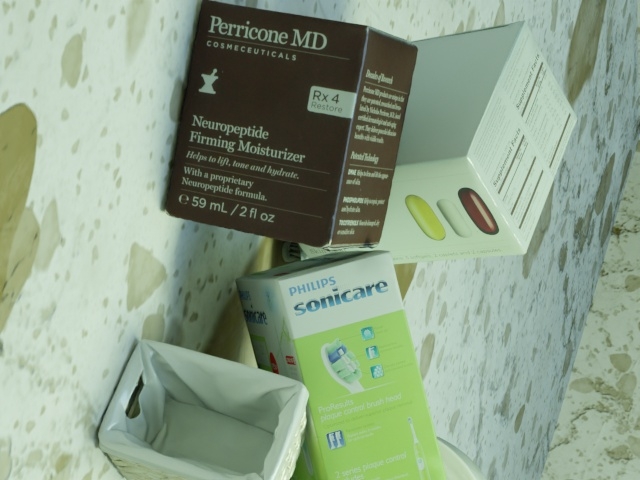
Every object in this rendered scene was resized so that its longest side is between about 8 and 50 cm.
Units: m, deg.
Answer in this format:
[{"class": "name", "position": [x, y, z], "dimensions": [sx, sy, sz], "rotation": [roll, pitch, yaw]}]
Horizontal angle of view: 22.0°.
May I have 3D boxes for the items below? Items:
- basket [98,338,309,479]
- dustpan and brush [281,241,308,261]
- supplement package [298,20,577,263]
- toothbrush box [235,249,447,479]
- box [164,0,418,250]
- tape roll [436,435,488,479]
[{"class": "basket", "position": [-0.102, 0.177, 1.499], "dimensions": [0.103, 0.167, 0.113], "rotation": [82, 26, -61]}, {"class": "dustpan and brush", "position": [0.000, 0.000, 1.884], "dimensions": [0.211, 0.060, 0.147], "rotation": [-24, 111, -61]}, {"class": "supplement package", "position": [0.101, -0.096, 1.727], "dimensions": [0.145, 0.261, 0.204], "rotation": [55, 45, -34]}, {"class": "toothbrush box", "position": [0.022, 0.159, 1.632], "dimensions": [0.206, 0.122, 0.283], "rotation": [178, -101, -76]}, {"class": "box", "position": [-0.025, -0.105, 1.537], "dimensions": [0.167, 0.168, 0.203], "rotation": [-3, 104, -71]}, {"class": "tape roll", "position": [0.074, 0.357, 1.950], "dimensions": [0.100, 0.286, 0.286], "rotation": [32, 71, -70]}]
